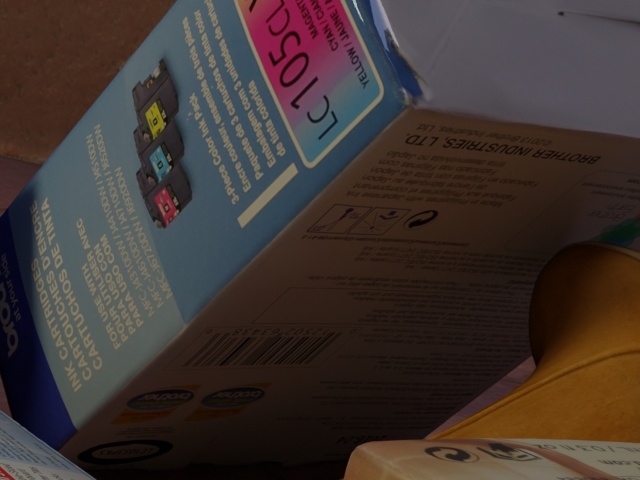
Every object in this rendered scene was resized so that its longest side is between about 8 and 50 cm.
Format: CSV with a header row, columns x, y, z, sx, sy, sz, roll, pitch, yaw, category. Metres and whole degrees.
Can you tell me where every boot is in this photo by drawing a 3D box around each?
x,y,z,sx,sy,sz,roll,pitch,yaw,category
0.072,0.092,0.744,0.211,0.104,0.295,-9,26,-13,boot

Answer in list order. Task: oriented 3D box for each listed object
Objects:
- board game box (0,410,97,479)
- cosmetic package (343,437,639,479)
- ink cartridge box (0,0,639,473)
x,y,z,sx,sy,sz,roll,pitch,yaw,category
-0.282,0.067,0.710,0.318,0.066,0.318,15,2,-32,board game box
0.123,0.153,0.381,0.129,0.153,0.296,5,7,-33,cosmetic package
0.000,0.000,0.946,0.270,0.395,0.151,4,53,-40,ink cartridge box
